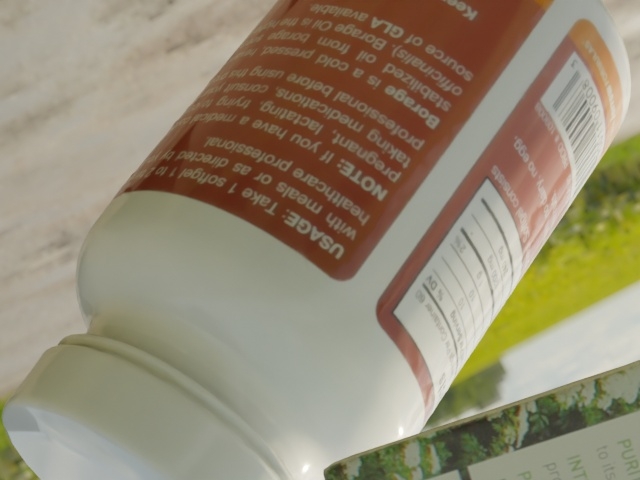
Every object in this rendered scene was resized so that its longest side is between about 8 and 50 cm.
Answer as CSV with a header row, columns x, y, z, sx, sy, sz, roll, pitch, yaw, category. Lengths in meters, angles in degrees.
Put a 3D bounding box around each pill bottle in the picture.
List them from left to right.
x,y,z,sx,sy,sz,roll,pitch,yaw,category
0.000,0.000,0.544,0.216,0.121,0.121,-53,-175,-26,pill bottle

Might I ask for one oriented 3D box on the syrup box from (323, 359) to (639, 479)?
x,y,z,sx,sy,sz,roll,pitch,yaw,category
0.130,0.058,0.361,0.237,0.093,0.096,-19,165,6,syrup box
